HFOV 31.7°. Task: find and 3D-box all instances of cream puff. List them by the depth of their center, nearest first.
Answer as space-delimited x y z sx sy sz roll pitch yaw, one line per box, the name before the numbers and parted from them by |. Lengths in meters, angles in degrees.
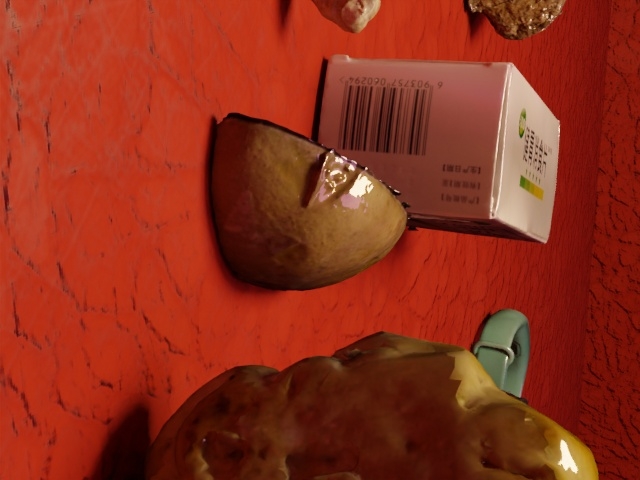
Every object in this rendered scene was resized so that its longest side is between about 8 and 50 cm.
cream puff | 0.034 0.233 0.741 0.257 0.324 0.291 68 9 -55

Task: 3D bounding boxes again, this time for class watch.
watch | 0.288 0.218 1.830 0.237 0.068 0.195 80 28 -47

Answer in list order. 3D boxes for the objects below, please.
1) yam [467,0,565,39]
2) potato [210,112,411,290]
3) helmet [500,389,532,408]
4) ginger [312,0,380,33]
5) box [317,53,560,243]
yam | 0.284 -0.371 1.523 0.238 0.128 0.129 -59 150 -48
potato | 0.000 0.003 0.902 0.261 0.120 0.100 47 59 -64
helmet | 0.186 0.281 1.375 0.216 0.193 0.189 -63 158 -14
ginger | 0.029 -0.308 0.935 0.089 0.075 0.288 82 16 -71
box | 0.130 -0.081 1.132 0.333 0.173 0.145 11 87 -70
